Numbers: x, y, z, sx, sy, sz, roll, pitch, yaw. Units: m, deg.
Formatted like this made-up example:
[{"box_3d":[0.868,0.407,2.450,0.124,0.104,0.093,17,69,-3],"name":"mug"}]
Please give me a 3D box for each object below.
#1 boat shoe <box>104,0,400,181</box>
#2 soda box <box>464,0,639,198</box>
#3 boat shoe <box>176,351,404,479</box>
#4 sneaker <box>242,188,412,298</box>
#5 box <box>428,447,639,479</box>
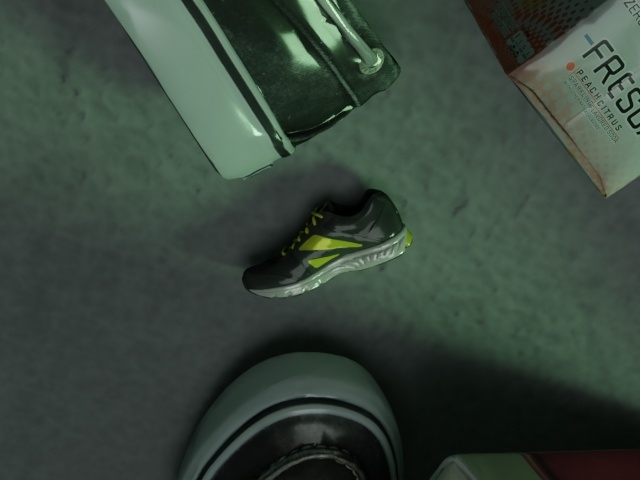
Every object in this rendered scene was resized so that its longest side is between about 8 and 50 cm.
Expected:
[{"box_3d":[-0.059,-0.156,0.451,0.104,0.113,0.306,-28,122,5],"name":"boat shoe"},{"box_3d":[0.088,-0.092,0.458,0.063,0.183,0.058,-37,117,15],"name":"soda box"},{"box_3d":[-0.033,0.217,0.669,0.121,0.119,0.335,11,119,-11],"name":"boat shoe"},{"box_3d":[0.000,0.000,0.599,0.083,0.031,0.035,-20,107,3],"name":"sneaker"},{"box_3d":[0.136,0.194,0.613,0.232,0.127,0.149,6,125,-42],"name":"box"}]
